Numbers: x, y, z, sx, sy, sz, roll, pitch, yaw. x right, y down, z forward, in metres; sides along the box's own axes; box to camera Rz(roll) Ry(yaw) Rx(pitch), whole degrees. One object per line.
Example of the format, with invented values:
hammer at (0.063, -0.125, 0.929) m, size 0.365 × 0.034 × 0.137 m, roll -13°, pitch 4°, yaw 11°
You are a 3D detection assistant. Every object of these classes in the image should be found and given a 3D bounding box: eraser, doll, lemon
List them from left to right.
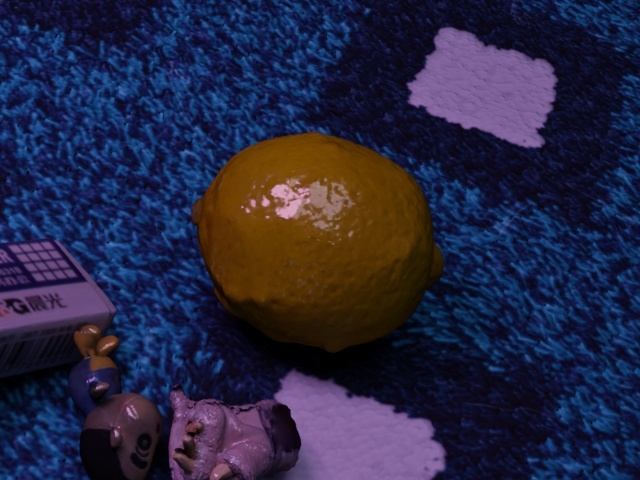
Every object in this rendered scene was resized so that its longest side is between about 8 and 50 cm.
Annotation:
eraser at (-0.348, 0.074, 1.279) m, size 0.124 × 0.081 × 0.279 m, roll 47°, pitch 30°, yaw 24°
doll at (-0.205, 0.170, 1.288) m, size 0.088 × 0.102 × 0.179 m, roll -18°, pitch 69°, yaw 11°
lemon at (0.000, 0.000, 1.400) m, size 0.288 × 0.233 × 0.233 m, roll 16°, pitch 46°, yaw -10°

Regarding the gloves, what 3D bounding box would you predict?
gloves at (-0.092, 0.205, 1.284) m, size 0.144 × 0.094 × 0.110 m, roll 15°, pitch 55°, yaw -26°
